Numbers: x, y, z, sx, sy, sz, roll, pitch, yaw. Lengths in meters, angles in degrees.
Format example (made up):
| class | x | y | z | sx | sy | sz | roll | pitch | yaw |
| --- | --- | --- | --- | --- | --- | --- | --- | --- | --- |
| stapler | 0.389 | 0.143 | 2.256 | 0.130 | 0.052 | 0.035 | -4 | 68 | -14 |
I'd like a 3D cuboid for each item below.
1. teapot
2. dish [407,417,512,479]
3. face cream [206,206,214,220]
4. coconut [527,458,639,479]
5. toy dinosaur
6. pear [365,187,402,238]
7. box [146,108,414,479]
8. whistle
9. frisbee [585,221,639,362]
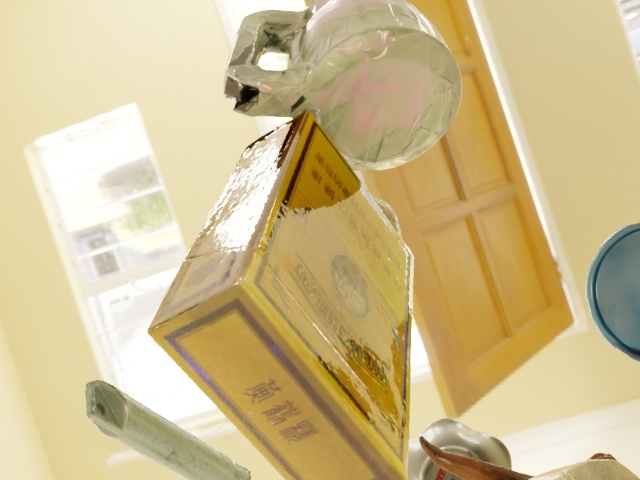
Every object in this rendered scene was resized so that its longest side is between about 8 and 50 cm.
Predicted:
| class | x | y | z | sx | sy | sz | roll | pitch | yaw |
| --- | --- | --- | --- | --- | --- | --- | --- | --- | --- |
| teapot | 0.020 | -0.171 | 0.760 | 0.222 | 0.163 | 0.178 | -18 | -137 | 5 |
| dish | 0.227 | 0.414 | 1.245 | 0.229 | 0.229 | 0.081 | -19 | 155 | 3 |
| face cream | -0.136 | -0.013 | 1.230 | 0.117 | 0.117 | 0.104 | -19 | -150 | -18 |
| coconut | 0.281 | 0.308 | 0.763 | 0.147 | 0.147 | 0.152 | -20 | 161 | -23 |
| toy dinosaur | 0.346 | 0.371 | 0.989 | 0.208 | 0.432 | 0.097 | -39 | 169 | -11 |
| pear | 0.000 | 0.000 | 1.015 | 0.211 | 0.228 | 0.188 | -40 | 172 | -22 |
| box | -0.006 | 0.037 | 0.598 | 0.084 | 0.193 | 0.301 | -30 | -158 | 22 |
| whistle | -0.215 | 0.291 | 1.033 | 0.062 | 0.312 | 0.062 | -24 | -138 | 24 |
| frisbee | 0.555 | 0.084 | 1.184 | 0.242 | 0.242 | 0.045 | -17 | 168 | 43 |
